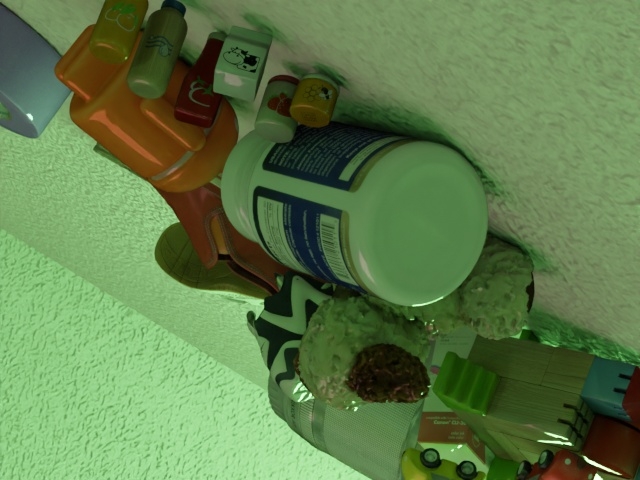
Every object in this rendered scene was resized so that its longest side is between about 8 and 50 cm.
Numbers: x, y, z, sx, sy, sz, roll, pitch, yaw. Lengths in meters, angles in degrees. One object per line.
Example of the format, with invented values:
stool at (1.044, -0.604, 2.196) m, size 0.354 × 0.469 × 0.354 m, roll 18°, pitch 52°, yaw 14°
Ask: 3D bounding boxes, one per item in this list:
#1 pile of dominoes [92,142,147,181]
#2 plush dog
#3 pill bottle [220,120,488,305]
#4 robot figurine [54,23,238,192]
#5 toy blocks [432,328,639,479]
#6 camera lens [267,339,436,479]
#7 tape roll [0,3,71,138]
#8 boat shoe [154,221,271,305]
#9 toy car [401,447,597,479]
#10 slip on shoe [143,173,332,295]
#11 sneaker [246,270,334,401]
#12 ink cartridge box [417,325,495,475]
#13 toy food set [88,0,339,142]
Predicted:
pile of dominoes at (-0.177, -0.084, 2.397) m, size 0.251 × 0.040 × 0.196 m, roll 30°, pitch 170°, yaw -26°
plush dog at (0.063, 0.073, 1.840) m, size 0.211 × 0.225 × 0.262 m, roll 37°, pitch 165°, yaw -14°
pill bottle at (0.024, -0.035, 1.714) m, size 0.153 × 0.153 × 0.265 m, roll 42°, pitch 166°, yaw -34°
robot figurine at (-0.178, -0.137, 1.912) m, size 0.219 × 0.128 × 0.158 m, roll 40°, pitch 139°, yaw -24°
toy blocks at (0.323, 0.227, 2.001) m, size 0.261 × 0.190 × 0.381 m, roll 11°, pitch 157°, yaw 34°
camera lens at (0.098, 0.200, 2.300) m, size 0.274 × 0.219 × 0.219 m, roll 27°, pitch 167°, yaw 31°
tape roll at (-0.449, -0.245, 2.291) m, size 0.275 × 0.090 × 0.275 m, roll 32°, pitch 169°, yaw 7°
boat shoe at (-0.114, 0.047, 2.541) m, size 0.277 × 0.098 × 0.096 m, roll 18°, pitch 169°, yaw 35°
toy car at (0.222, 0.310, 1.994) m, size 0.239 × 0.053 × 0.225 m, roll -3°, pitch 139°, yaw 35°
slip on shoe at (-0.120, -0.017, 2.178) m, size 0.331 × 0.101 × 0.123 m, roll 38°, pitch 171°, yaw -3°
sneaker at (0.018, 0.073, 2.093) m, size 0.153 × 0.235 × 0.094 m, roll 49°, pitch 163°, yaw 28°
ink cartridge box at (0.180, 0.168, 2.101) m, size 0.067 × 0.198 × 0.115 m, roll -2°, pitch 151°, yaw 27°
toy food set at (-0.091, -0.175, 1.682) m, size 0.232 × 0.104 × 0.111 m, roll 15°, pitch 153°, yaw 3°
